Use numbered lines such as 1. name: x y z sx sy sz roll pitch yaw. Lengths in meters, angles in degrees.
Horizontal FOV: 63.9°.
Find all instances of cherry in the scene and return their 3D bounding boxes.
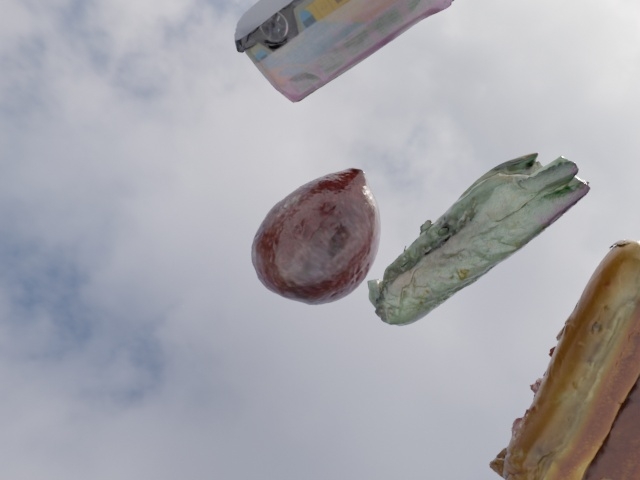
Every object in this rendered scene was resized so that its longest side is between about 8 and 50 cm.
1. cherry: 0.000 0.000 0.944 0.230 0.203 0.300 12 -61 -41

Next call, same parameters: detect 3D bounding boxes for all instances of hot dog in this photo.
1. hot dog: 0.319 0.168 0.574 0.158 0.117 0.348 27 -90 -6

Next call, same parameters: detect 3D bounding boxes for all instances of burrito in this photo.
1. burrito: 0.170 0.006 0.616 0.096 0.309 0.066 42 -147 -4

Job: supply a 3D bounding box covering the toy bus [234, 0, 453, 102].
1. toy bus: 0.055 -0.399 0.866 0.387 0.171 0.162 -29 -54 19
